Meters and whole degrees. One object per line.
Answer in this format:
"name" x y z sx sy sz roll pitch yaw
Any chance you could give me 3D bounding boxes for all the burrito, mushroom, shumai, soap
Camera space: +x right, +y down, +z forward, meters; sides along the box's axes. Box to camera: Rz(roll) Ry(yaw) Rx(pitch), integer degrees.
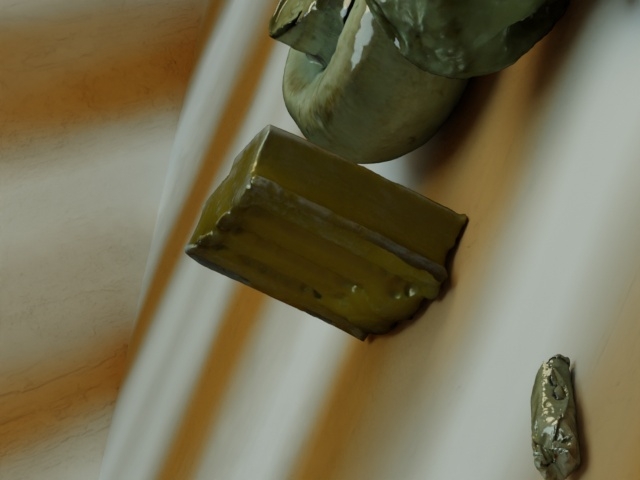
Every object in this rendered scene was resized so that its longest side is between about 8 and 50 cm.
"burrito" 0.224 0.172 1.590 0.055 0.041 0.149 -42 23 27
"mushroom" 0.075 -0.272 2.243 0.352 0.260 0.352 -52 20 27
"shumai" 0.191 -0.387 1.917 0.292 0.330 0.288 -28 -13 -14
"soap" 0.000 0.000 2.085 0.259 0.281 0.143 -41 28 56
